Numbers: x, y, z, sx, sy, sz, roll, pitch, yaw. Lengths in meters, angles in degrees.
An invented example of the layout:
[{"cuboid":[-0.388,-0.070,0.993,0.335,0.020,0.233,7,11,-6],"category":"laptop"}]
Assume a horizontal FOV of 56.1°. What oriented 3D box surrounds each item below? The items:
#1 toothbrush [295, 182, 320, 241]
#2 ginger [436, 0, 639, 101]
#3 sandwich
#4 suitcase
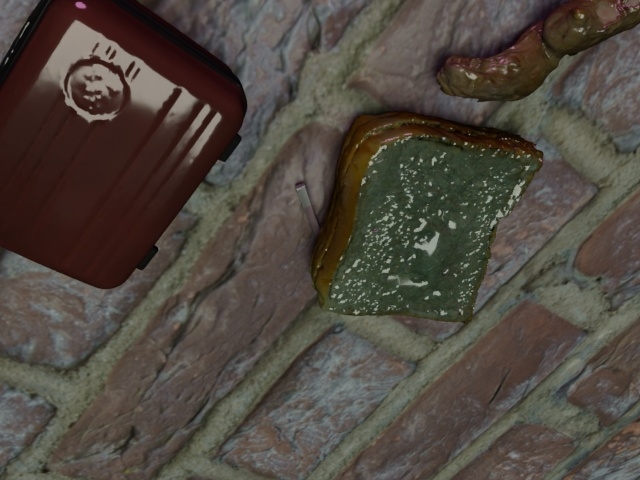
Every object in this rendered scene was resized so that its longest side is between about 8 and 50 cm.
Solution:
[{"cuboid":[-0.001,-0.001,0.879,0.014,0.017,0.194,-23,124,-3],"category":"toothbrush"},{"cuboid":[0.289,-0.241,0.750,0.290,0.122,0.084,-24,92,6],"category":"ginger"},{"cuboid":[0.136,-0.025,0.842,0.271,0.099,0.301,3,121,-23],"category":"sandwich"},{"cuboid":[-0.245,-0.112,0.666,0.236,0.161,0.297,31,111,-28],"category":"suitcase"}]
